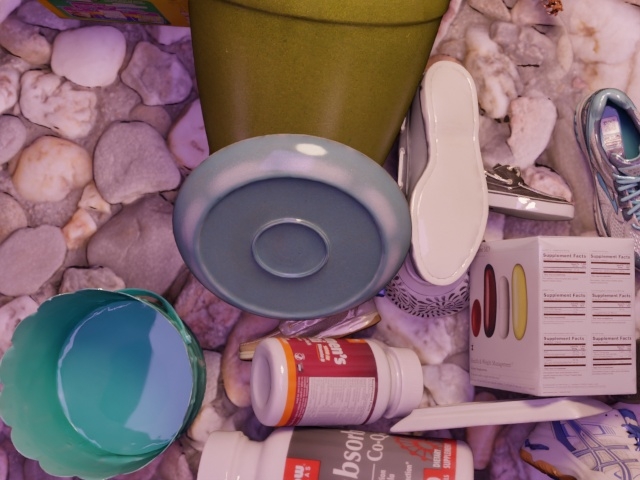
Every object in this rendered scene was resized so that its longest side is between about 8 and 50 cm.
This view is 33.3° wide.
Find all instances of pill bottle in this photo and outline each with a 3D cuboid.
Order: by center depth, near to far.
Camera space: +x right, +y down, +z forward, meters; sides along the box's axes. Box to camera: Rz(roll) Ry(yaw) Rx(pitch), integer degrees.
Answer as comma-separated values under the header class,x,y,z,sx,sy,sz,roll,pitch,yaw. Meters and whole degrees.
class,x,y,z,sx,sy,sz,roll,pitch,yaw
pill bottle,0.022,0.364,1.469,0.363,0.210,0.210,4,87,6
pill bottle,0.023,0.197,1.489,0.221,0.121,0.121,3,86,-22

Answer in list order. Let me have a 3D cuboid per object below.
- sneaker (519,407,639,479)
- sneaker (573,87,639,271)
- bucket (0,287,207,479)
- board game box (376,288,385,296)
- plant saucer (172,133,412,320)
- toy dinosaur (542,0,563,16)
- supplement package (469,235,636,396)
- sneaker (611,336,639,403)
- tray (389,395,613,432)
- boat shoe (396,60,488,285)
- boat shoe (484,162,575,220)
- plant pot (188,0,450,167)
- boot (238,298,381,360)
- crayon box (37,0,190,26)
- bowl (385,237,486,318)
class,x,y,z,sx,sy,sz,roll,pitch,yaw
sneaker,0.396,0.286,1.417,0.296,0.112,0.131,21,77,51
sneaker,0.429,-0.082,1.498,0.110,0.122,0.283,-22,84,5
bucket,-0.298,0.198,1.529,0.281,0.183,0.281,0,86,5
board game box,0.000,0.000,1.517,0.201,0.035,0.136,8,80,0
plant saucer,-0.038,0.001,1.402,0.318,0.043,0.317,1,131,1
toy dinosaur,0.237,-0.464,1.539,0.218,0.164,0.322,-34,61,-13
supplement package,0.307,0.100,1.444,0.149,0.194,0.203,2,86,-20
sneaker,0.544,0.145,1.442,0.295,0.178,0.123,-19,84,34
tray,0.240,0.230,1.440,0.270,0.145,0.030,-10,82,31
boat shoe,0.162,-0.088,1.501,0.116,0.099,0.319,8,75,-20
boat shoe,0.259,-0.077,1.538,0.219,0.078,0.070,13,85,11
plant pot,-0.018,-0.232,1.435,0.366,0.366,0.353,11,114,7
boot,-0.036,0.079,1.562,0.213,0.077,0.165,-19,85,0
crayon box,-0.278,-0.377,1.572,0.278,0.165,0.081,5,87,6
bowl,0.159,0.028,1.542,0.170,0.080,0.170,-1,86,7
